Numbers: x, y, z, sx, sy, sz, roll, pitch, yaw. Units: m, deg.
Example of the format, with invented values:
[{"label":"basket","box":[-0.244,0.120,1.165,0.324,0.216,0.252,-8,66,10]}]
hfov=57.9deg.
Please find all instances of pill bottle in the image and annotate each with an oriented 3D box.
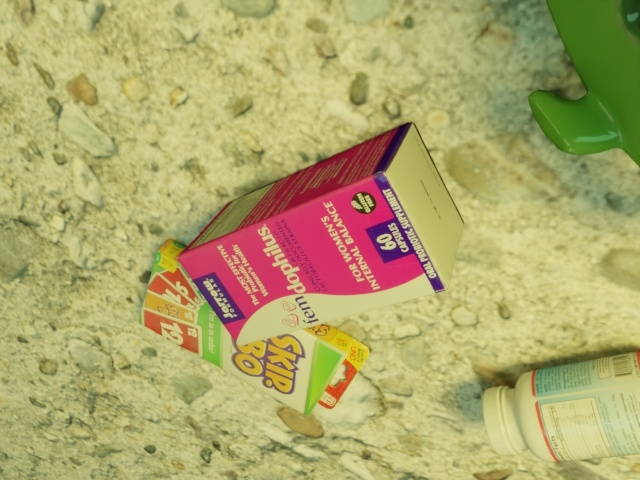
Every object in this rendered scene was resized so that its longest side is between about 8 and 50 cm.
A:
[{"label":"pill bottle","box":[0.241,0.160,0.542,0.160,0.087,0.087,-18,112,29]}]

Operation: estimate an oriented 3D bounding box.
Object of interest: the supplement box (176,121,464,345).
[{"label":"supplement box","box":[0.000,0.000,0.523,0.220,0.114,0.111,-20,112,31]}]

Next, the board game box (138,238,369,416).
[{"label":"board game box","box":[-0.081,0.109,0.668,0.259,0.039,0.124,27,126,0]}]

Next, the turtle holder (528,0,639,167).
[{"label":"turtle holder","box":[0.242,-0.121,0.277,0.227,0.243,0.320,-28,86,6]}]
